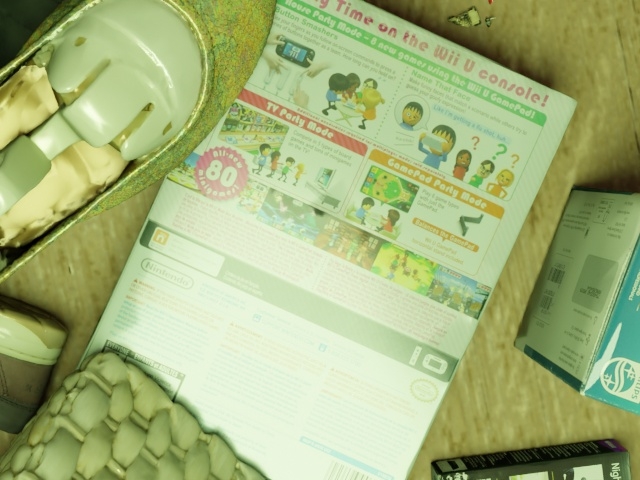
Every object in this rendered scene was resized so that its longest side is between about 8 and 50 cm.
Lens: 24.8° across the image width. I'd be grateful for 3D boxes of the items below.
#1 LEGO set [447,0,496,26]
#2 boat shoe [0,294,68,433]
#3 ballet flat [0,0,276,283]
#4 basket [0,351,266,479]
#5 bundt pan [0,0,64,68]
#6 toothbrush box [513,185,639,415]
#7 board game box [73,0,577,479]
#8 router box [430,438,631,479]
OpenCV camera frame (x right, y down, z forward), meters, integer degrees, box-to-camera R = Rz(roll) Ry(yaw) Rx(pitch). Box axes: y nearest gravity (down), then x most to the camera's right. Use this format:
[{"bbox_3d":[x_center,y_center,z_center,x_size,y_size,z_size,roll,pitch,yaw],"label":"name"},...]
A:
[{"bbox_3d":[0.107,-0.186,0.991,0.054,0.023,0.083,-14,93,-2],"label":"LEGO set"},{"bbox_3d":[-0.312,0.055,0.947,0.285,0.103,0.092,16,87,-9],"label":"boat shoe"},{"bbox_3d":[-0.161,-0.055,0.846,0.348,0.123,0.123,-38,94,-1],"label":"ballet flat"},{"bbox_3d":[-0.116,0.294,0.820,0.328,0.331,0.266,40,108,-7],"label":"basket"},{"bbox_3d":[-0.311,-0.166,0.867,0.330,0.124,0.331,-18,126,-26],"label":"bundt pan"},{"bbox_3d":[0.294,0.073,0.917,0.295,0.216,0.126,19,92,-4],"label":"toothbrush box"},{"bbox_3d":[0.000,0.000,0.960,0.224,0.097,0.303,25,92,-3],"label":"board game box"},{"bbox_3d":[0.152,0.235,1.002,0.133,0.046,0.179,-6,93,-3],"label":"router box"}]
